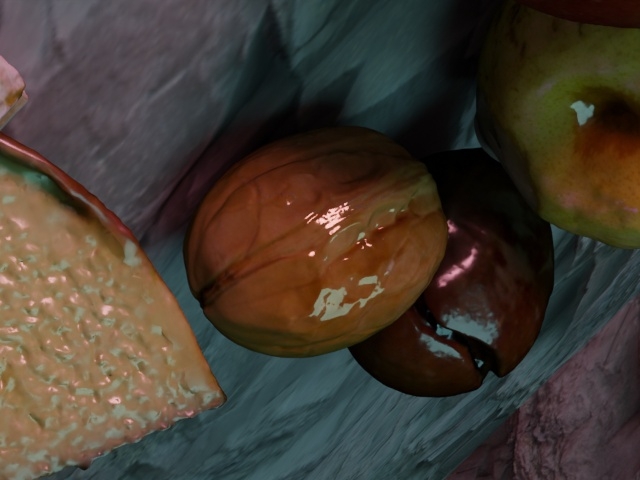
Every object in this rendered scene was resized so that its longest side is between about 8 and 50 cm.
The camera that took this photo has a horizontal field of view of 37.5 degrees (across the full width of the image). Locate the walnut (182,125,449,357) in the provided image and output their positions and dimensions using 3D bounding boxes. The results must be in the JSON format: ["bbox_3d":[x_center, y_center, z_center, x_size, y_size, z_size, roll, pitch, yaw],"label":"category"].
[{"bbox_3d":[0.000,0.000,0.691,0.206,0.159,0.159,-29,156,-26],"label":"walnut"}]

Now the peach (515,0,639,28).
[{"bbox_3d":[0.182,-0.225,0.448,0.281,0.238,0.281,-18,-175,2],"label":"peach"}]

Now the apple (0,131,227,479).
[{"bbox_3d":[-0.229,0.058,0.403,0.346,0.179,0.254,-18,153,-20],"label":"apple"}]

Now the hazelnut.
[{"bbox_3d":[0.100,0.023,0.855,0.218,0.218,0.234,86,23,-63],"label":"hazelnut"}]

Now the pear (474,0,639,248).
[{"bbox_3d":[0.256,-0.127,0.743,0.271,0.271,0.271,-33,157,-16],"label":"pear"}]

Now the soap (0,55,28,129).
[{"bbox_3d":[-0.223,-0.013,0.290,0.232,0.140,0.073,-48,-165,-9],"label":"soap"}]
